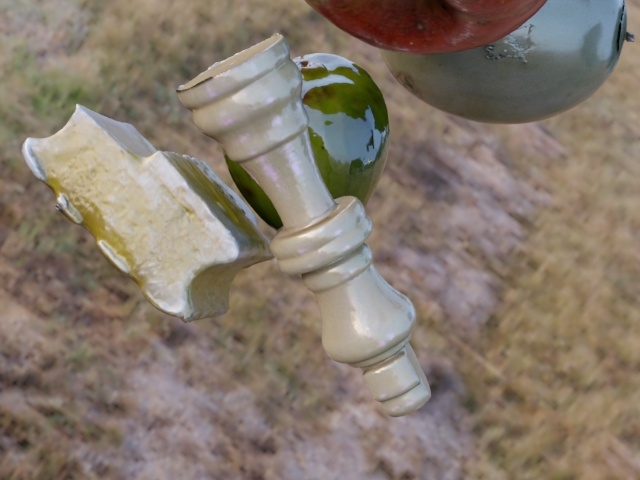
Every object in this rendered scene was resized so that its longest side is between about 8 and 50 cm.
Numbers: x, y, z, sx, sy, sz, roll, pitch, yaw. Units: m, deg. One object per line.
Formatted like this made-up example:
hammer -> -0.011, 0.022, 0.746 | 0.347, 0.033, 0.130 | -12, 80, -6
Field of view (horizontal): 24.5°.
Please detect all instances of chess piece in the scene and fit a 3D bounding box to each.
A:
chess piece -> 0.000, 0.000, 1.449 | 0.397, 0.117, 0.117 | 63, 15, -13

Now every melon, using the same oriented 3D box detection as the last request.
melon -> 0.237, -0.281, 1.897 | 0.330, 0.269, 0.268 | 11, 17, 7

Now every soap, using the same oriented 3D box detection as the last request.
soap -> -0.186, -0.032, 1.643 | 0.259, 0.143, 0.281 | 44, 5, 3

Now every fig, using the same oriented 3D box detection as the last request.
fig -> -0.016, -0.100, 1.730 | 0.203, 0.225, 0.203 | -4, 23, 2

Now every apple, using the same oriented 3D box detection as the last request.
apple -> 0.114, -0.395, 1.607 | 0.364, 0.364, 0.364 | 32, 19, -13
